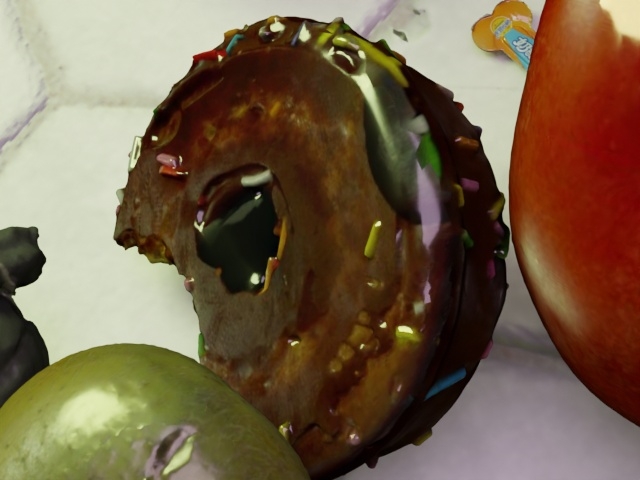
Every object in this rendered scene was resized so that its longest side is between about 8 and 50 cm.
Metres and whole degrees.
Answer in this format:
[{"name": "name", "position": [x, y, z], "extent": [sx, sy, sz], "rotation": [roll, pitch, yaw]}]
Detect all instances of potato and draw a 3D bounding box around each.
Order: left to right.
[{"name": "potato", "position": [-0.097, 0.139, 0.761], "extent": [0.194, 0.157, 0.157], "rotation": [-38, 72, -5]}]

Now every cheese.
[{"name": "cheese", "position": [0.131, -0.090, 0.964], "extent": [0.047, 0.017, 0.111], "rotation": [-41, 72, -14]}]

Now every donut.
[{"name": "donut", "position": [0.000, 0.001, 0.859], "extent": [0.216, 0.096, 0.230], "rotation": [-53, 52, 26]}]

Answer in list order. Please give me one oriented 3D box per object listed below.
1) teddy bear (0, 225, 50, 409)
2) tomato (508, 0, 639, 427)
[{"name": "teddy bear", "position": [-0.213, 0.120, 0.855], "extent": [0.251, 0.144, 0.171], "rotation": [-39, 106, -26]}, {"name": "tomato", "position": [0.249, -0.042, 0.782], "extent": [0.293, 0.290, 0.325], "rotation": [31, 108, 30]}]
